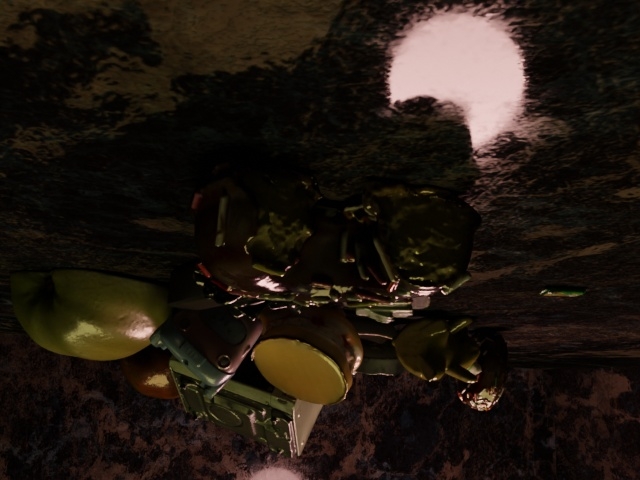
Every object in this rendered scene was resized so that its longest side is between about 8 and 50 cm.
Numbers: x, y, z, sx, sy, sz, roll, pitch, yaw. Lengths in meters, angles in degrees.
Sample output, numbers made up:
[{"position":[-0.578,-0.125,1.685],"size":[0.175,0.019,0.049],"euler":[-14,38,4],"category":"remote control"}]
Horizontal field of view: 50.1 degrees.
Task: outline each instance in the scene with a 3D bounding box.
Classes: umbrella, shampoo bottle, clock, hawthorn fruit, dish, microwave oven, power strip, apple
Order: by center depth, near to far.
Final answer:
[{"position":[-0.075,0.080,1.192],"size":[0.154,0.128,0.337],"euler":[-7,166,29],"category":"umbrella"},{"position":[-0.229,0.088,1.342],"size":[0.079,0.080,0.246],"euler":[13,164,-32],"category":"shampoo bottle"},{"position":[0.146,0.153,1.574],"size":[0.213,0.064,0.198],"euler":[1,165,11],"category":"power strip"},{"position":[-0.544,0.143,1.628],"size":[0.320,0.311,0.360],"euler":[-46,155,7],"category":"apple"},{"position":[0.107,0.250,1.966],"size":[0.213,0.077,0.151],"euler":[6,168,-16],"category":"dish"},{"position":[-0.210,0.425,2.019],"size":[0.395,0.247,0.333],"euler":[16,140,16],"category":"microwave oven"},{"position":[0.166,0.328,2.085],"size":[0.281,0.055,0.280],"euler":[3,-166,-1],"category":"clock"},{"position":[-0.500,0.359,2.146],"size":[0.268,0.267,0.301],"euler":[1,161,7],"category":"hawthorn fruit"}]

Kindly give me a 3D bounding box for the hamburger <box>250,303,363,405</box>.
[{"position":[-0.041,0.279,1.788],"size":[0.303,0.186,0.260],"euler":[2,130,22],"category":"hamburger"}]

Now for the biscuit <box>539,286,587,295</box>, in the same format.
[{"position":[0.497,0.105,1.398],"size":[0.089,0.016,0.046],"euler":[3,167,0],"category":"biscuit"}]

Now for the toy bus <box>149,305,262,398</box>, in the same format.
[{"position":[-0.239,0.212,1.593],"size":[0.197,0.232,0.294],"euler":[44,172,3],"category":"toy bus"}]

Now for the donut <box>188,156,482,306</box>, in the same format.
[{"position":[-0.006,0.006,0.845],"size":[0.345,0.136,0.259],"euler":[11,162,-25],"category":"donut"}]

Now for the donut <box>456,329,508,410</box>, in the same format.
[{"position":[0.515,0.413,2.199],"size":[0.103,0.269,0.269],"euler":[15,165,-5],"category":"donut"}]

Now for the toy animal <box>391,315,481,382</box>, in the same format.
[{"position":[0.374,0.304,1.930],"size":[0.363,0.181,0.180],"euler":[10,170,-39],"category":"toy animal"}]

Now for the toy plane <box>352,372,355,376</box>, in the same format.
[{"position":[0.108,0.369,2.289],"size":[0.252,0.118,0.252],"euler":[-19,-173,2],"category":"toy plane"}]
